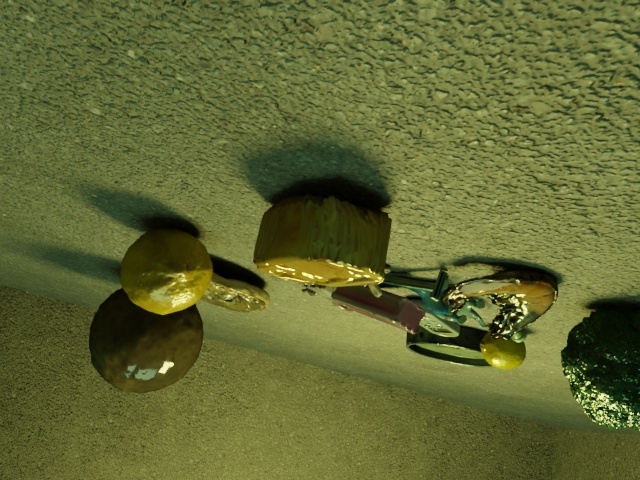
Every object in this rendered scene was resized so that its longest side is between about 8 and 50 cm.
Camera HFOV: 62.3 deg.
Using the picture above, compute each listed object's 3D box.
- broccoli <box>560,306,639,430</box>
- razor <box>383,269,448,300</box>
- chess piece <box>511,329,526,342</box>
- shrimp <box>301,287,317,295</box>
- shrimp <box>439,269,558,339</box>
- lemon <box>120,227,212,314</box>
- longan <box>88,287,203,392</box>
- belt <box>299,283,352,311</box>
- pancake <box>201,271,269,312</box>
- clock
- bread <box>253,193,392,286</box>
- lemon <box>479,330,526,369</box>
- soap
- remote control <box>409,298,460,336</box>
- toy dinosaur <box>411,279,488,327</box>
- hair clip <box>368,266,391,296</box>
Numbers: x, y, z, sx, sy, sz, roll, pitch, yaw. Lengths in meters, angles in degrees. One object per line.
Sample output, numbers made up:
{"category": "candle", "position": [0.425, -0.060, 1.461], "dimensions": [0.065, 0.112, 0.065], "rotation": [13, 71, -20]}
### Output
{"category": "broccoli", "position": [0.649, 0.261, 1.103], "dimensions": [0.270, 0.270, 0.270], "rotation": [-18, -174, -43]}
{"category": "razor", "position": [0.186, 0.092, 1.165], "dimensions": [0.191, 0.068, 0.037], "rotation": [5, 151, 41]}
{"category": "chess piece", "position": [0.495, 0.230, 1.371], "dimensions": [0.042, 0.042, 0.093], "rotation": [-9, 146, 46]}
{"category": "shrimp", "position": [-0.031, 0.140, 1.470], "dimensions": [0.038, 0.029, 0.092], "rotation": [16, 164, -12]}
{"category": "shrimp", "position": [0.357, 0.141, 1.104], "dimensions": [0.222, 0.054, 0.290], "rotation": [1, 147, 2]}
{"category": "lemon", "position": [-0.358, 0.072, 1.236], "dimensions": [0.204, 0.204, 0.260], "rotation": [24, 160, -28]}
{"category": "longan", "position": [-0.594, 0.335, 1.829], "dimensions": [0.391, 0.391, 0.391], "rotation": [12, 161, 4]}
{"category": "belt", "position": [0.029, 0.128, 1.364], "dimensions": [0.071, 0.053, 0.232], "rotation": [8, 161, 38]}
{"category": "pancake", "position": [-0.327, 0.136, 1.567], "dimensions": [0.386, 0.082, 0.387], "rotation": [12, 165, 3]}
{"category": "clock", "position": [0.424, 0.332, 1.661], "dimensions": [0.318, 0.066, 0.319], "rotation": [12, 162, 4]}
{"category": "bread", "position": [0.000, 0.000, 0.904], "dimensions": [0.179, 0.133, 0.250], "rotation": [26, 158, -34]}
{"category": "lemon", "position": [0.498, 0.296, 1.446], "dimensions": [0.133, 0.109, 0.109], "rotation": [9, 161, -7]}
{"category": "soap", "position": [0.138, 0.155, 1.279], "dimensions": [0.203, 0.066, 0.122], "rotation": [15, 167, 42]}
{"category": "remote control", "position": [0.302, 0.211, 1.428], "dimensions": [0.087, 0.047, 0.244], "rotation": [-6, 153, 36]}
{"category": "toy dinosaur", "position": [0.289, 0.145, 1.213], "dimensions": [0.329, 0.076, 0.144], "rotation": [23, 169, -14]}
{"category": "hair clip", "position": [0.041, 0.062, 1.147], "dimensions": [0.225, 0.072, 0.034], "rotation": [17, 157, -7]}
